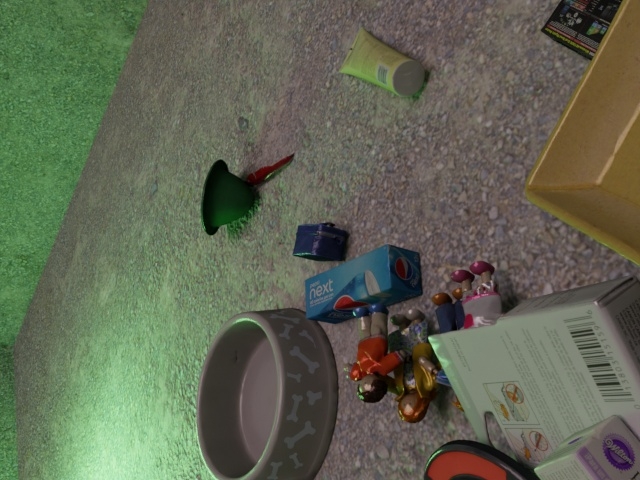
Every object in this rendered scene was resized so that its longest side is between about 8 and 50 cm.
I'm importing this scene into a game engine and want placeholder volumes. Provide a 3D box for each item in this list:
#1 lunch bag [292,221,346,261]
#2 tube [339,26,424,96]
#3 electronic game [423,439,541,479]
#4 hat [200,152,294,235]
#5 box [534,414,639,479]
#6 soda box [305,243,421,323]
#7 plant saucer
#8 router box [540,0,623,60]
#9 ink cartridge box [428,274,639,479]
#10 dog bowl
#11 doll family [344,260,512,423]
[{"bbox_3d":[0.000,0.000,1.121,0.098,0.067,0.065,-3,76,53],"label":"lunch bag"},{"bbox_3d":[0.101,-0.313,1.110,0.070,0.062,0.240,-28,34,-9],"label":"tube"},{"bbox_3d":[0.197,0.321,0.675,0.229,0.048,0.229,35,136,42],"label":"electronic game"},{"bbox_3d":[-0.153,-0.087,1.406,0.208,0.183,0.173,76,-156,-73],"label":"hat"},{"bbox_3d":[0.301,0.290,0.477,0.324,0.063,0.067,53,148,19],"label":"box"},{"bbox_3d":[0.062,0.074,1.009,0.210,0.067,0.071,-27,57,48],"label":"soda box"},{"bbox_3d":[0.368,-0.127,0.566,0.333,0.081,0.333,-65,21,15],"label":"plant saucer"},{"bbox_3d":[0.341,-0.269,0.768,0.092,0.038,0.122,-58,38,23],"label":"router box"},{"bbox_3d":[0.249,0.187,0.606,0.275,0.060,0.239,64,152,2],"label":"ink cartridge box"},{"bbox_3d":[-0.115,0.287,1.151,0.348,0.102,0.349,-22,61,49],"label":"dog bowl"},{"bbox_3d":[0.159,0.151,0.828,0.263,0.118,0.163,-27,46,32],"label":"doll family"}]
